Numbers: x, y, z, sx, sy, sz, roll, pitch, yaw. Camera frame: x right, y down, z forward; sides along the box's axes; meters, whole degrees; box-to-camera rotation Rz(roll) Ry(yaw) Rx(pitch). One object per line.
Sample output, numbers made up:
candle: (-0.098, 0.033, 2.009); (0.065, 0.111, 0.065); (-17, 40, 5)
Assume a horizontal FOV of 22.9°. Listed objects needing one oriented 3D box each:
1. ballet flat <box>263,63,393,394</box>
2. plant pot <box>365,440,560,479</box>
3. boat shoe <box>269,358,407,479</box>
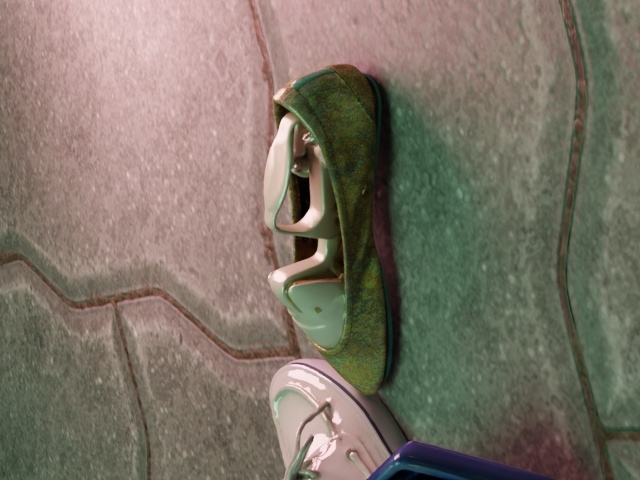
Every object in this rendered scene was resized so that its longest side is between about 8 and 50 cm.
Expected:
ballet flat: (0.000, 0.000, 1.553); (0.123, 0.123, 0.349); (28, 127, 52)
plant pot: (0.114, 0.315, 1.365); (0.236, 0.236, 0.212); (124, 158, -54)
boat shoe: (0.010, 0.264, 1.590); (0.367, 0.156, 0.136); (56, 134, 35)
